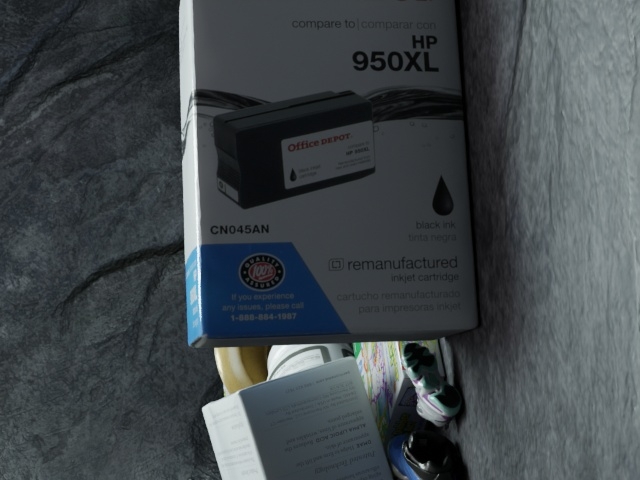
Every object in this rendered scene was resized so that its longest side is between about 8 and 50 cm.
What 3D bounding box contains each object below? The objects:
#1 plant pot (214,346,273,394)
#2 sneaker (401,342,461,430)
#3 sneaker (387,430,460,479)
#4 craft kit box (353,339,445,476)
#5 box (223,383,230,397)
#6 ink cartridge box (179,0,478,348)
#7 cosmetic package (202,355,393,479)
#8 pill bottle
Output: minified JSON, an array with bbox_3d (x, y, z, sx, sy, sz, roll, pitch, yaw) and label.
[{"bbox_3d":[-0.067,0.197,1.885,0.032,0.236,0.236,-35,47,35],"label":"plant pot"},{"bbox_3d":[0.113,0.165,1.288,0.098,0.038,0.069,59,153,34],"label":"sneaker"},{"bbox_3d":[0.113,0.236,1.304,0.152,0.058,0.084,-120,23,-64],"label":"sneaker"},{"bbox_3d":[0.090,0.131,1.478,0.246,0.061,0.249,103,163,-50],"label":"craft kit box"},{"bbox_3d":[-0.064,0.278,2.035,0.057,0.201,0.293,57,-167,-35],"label":"box"},{"bbox_3d":[-0.001,-0.090,1.252,0.166,0.286,0.394,136,131,-77],"label":"ink cartridge box"},{"bbox_3d":[0.000,0.349,1.400,0.217,0.156,0.384,147,106,-69],"label":"cosmetic package"},{"bbox_3d":[0.005,0.246,1.695,0.283,0.161,0.161,-108,19,-64],"label":"pill bottle"}]
